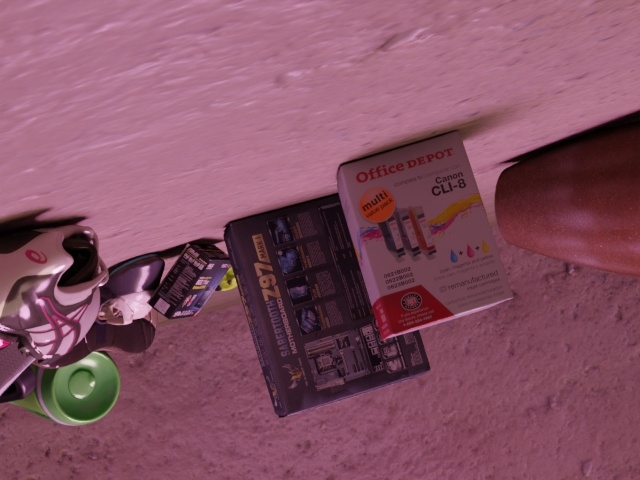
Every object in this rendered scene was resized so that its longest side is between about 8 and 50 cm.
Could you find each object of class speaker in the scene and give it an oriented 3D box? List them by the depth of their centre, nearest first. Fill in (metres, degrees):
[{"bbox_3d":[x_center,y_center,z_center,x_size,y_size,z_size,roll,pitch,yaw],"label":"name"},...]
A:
[{"bbox_3d":[-0.415,0.202,1.770,0.131,0.131,0.296,-14,-170,-34],"label":"speaker"}]

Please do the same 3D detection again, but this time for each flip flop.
[{"bbox_3d":[-0.321,0.114,1.628,0.080,0.112,0.277,11,-167,30],"label":"flip flop"}]

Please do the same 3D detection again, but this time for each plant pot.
[{"bbox_3d":[0.359,-0.052,1.557,0.230,0.215,0.215,-2,-176,32],"label":"plant pot"}]

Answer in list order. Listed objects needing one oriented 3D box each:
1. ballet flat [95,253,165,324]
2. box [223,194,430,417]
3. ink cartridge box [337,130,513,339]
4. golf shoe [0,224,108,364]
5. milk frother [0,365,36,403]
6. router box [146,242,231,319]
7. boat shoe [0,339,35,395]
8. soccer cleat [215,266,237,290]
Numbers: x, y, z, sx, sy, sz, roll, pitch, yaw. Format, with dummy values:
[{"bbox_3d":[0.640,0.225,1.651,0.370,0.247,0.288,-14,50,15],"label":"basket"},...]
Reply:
[{"bbox_3d":[-0.245,0.070,1.479,0.074,0.074,0.203,-14,175,-35],"label":"ballet flat"},{"bbox_3d":[0.006,0.070,1.358,0.183,0.233,0.059,-16,173,-17],"label":"box"},{"bbox_3d":[0.100,-0.003,1.177,0.128,0.176,0.127,-17,173,-2],"label":"ink cartridge box"},{"bbox_3d":[-0.229,0.043,1.015,0.120,0.105,0.273,-24,175,6],"label":"golf shoe"},{"bbox_3d":[-0.433,0.138,1.597,0.134,0.129,0.143,-20,-143,45],"label":"milk frother"},{"bbox_3d":[-0.161,0.051,1.467,0.092,0.038,0.122,-55,171,5],"label":"router box"},{"bbox_3d":[-0.403,0.169,1.226,0.335,0.121,0.119,-39,-179,-17],"label":"boat shoe"},{"bbox_3d":[-0.089,0.032,1.749,0.179,0.060,0.072,-15,-169,29],"label":"soccer cleat"}]
